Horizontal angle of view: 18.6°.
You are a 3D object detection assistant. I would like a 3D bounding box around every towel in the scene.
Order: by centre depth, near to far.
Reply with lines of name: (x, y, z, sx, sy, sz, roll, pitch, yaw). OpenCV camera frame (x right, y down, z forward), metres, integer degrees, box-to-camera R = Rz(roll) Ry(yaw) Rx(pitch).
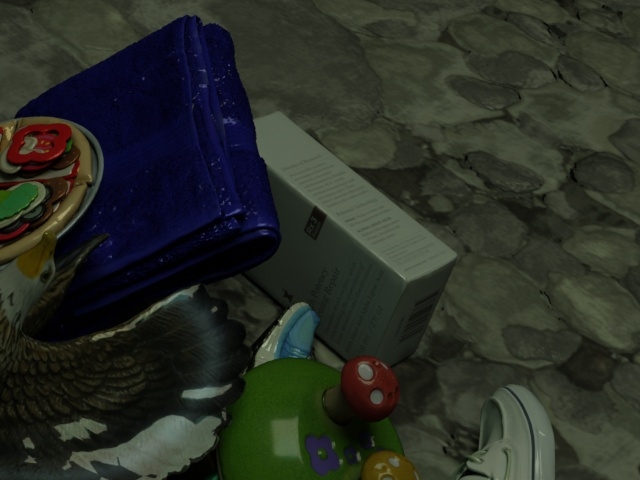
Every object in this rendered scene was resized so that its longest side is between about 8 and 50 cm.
towel: (-0.162, -0.062, 1.669, 0.227, 0.076, 0.308, -23, 39, 7)

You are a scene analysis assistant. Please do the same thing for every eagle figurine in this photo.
eagle figurine: (-0.224, 0.082, 1.397, 0.298, 0.225, 0.226, 9, 62, -54)

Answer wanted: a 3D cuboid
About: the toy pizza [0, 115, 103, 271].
toy pizza: (-0.278, -0.043, 1.631, 0.201, 0.032, 0.201, -12, 41, 11)

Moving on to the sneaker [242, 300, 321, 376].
sneaker: (-0.030, 0.117, 1.628, 0.073, 0.063, 0.162, 37, 39, -8)

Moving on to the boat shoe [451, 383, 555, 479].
boat shoe: (0.144, 0.198, 1.574, 0.076, 0.083, 0.226, 12, 37, -14)

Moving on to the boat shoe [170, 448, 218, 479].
boat shoe: (-0.105, 0.132, 1.549, 0.060, 0.064, 0.178, -4, 41, -30)

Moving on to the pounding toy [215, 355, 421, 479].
pounding toy: (0.013, 0.174, 1.456, 0.183, 0.110, 0.237, 50, 40, -11)

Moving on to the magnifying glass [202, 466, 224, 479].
magnifying glass: (-0.091, 0.210, 1.428, 0.231, 0.026, 0.092, -6, 73, -46)

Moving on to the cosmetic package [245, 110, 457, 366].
cosmetic package: (0.000, 0.000, 1.732, 0.231, 0.117, 0.085, 38, 37, 24)
